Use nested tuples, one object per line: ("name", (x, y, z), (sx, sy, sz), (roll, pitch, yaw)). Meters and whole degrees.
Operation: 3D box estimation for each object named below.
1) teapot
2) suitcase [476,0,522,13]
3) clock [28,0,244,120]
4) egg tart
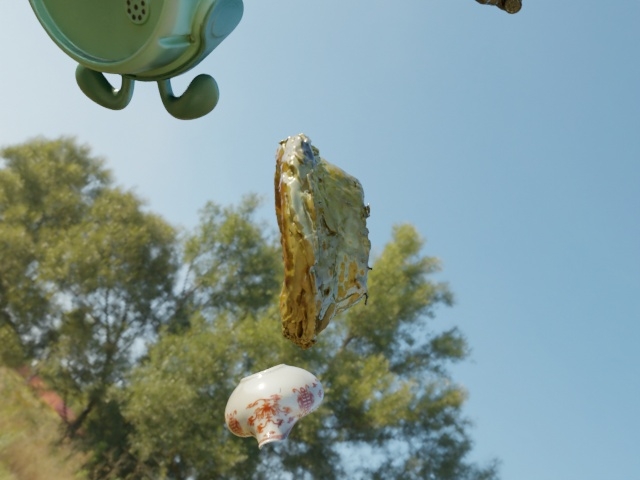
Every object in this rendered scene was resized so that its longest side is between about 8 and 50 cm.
("teapot", (-0.071, 0.257, 1.153), (0.116, 0.159, 0.245), (58, 12, 12))
("suitcase", (0.197, -0.488, 1.061), (0.312, 0.202, 0.128), (31, -48, -12))
("clock", (-0.113, -0.164, 0.421), (0.148, 0.060, 0.189), (9, -65, 28))
("egg tart", (0.000, 0.000, 0.934), (0.295, 0.116, 0.295), (176, -90, -86))
